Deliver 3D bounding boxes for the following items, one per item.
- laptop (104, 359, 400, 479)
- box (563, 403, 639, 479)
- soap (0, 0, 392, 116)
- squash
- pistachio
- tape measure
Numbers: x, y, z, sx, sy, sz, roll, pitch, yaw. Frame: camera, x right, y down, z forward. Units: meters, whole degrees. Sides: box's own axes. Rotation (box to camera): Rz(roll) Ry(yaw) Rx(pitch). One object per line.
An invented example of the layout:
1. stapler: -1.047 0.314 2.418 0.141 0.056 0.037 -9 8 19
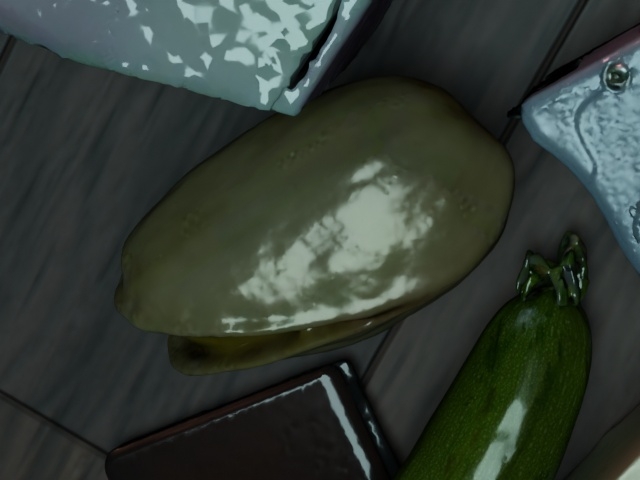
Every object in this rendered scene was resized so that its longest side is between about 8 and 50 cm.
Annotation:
1. laptop: -0.011 0.181 1.042 0.154 0.026 0.207 -23 97 17
2. box: 0.216 0.183 0.963 0.212 0.095 0.168 42 104 -1
3. soap: -0.141 -0.255 0.896 0.446 0.156 0.261 34 107 1
4. squash: 0.058 0.142 0.976 0.071 0.080 0.318 30 98 -43
5. pistachio: 0.000 0.000 0.939 0.206 0.131 0.129 -29 126 13
6. tape measure: 0.212 -0.042 0.905 0.181 0.107 0.182 -36 92 23
